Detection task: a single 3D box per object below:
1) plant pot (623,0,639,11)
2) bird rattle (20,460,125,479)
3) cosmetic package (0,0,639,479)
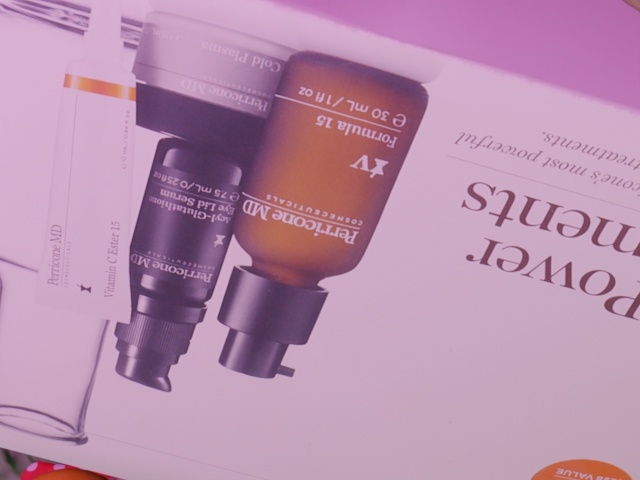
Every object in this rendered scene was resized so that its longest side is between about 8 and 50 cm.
[{"bbox_3d":[0.128,-0.207,0.391,0.263,0.263,0.229,42,119,5],"label":"plant pot"},{"bbox_3d":[-0.138,0.160,0.882,0.253,0.207,0.143,-18,90,34],"label":"bird rattle"},{"bbox_3d":[0.000,0.000,0.613,0.377,0.097,0.284,15,137,-6],"label":"cosmetic package"}]
